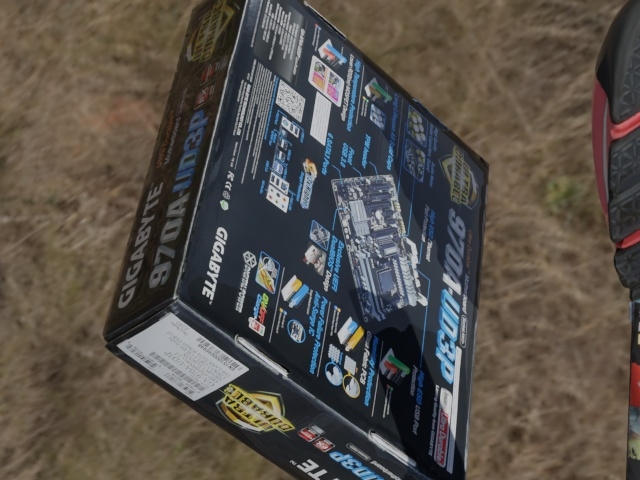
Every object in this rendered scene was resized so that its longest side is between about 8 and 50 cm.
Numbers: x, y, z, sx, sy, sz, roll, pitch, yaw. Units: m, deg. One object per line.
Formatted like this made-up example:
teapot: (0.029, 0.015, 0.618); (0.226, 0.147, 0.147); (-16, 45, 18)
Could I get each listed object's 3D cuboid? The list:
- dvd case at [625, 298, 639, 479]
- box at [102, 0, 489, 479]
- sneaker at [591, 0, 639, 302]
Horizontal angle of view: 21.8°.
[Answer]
dvd case: (0.149, 0.084, 0.588); (0.013, 0.087, 0.119); (-17, 111, -54)
box: (0.000, 0.000, 0.771); (0.175, 0.051, 0.220); (38, 41, -28)
sneaker: (0.192, 0.005, 0.782); (0.116, 0.136, 0.314); (-27, 119, 4)
